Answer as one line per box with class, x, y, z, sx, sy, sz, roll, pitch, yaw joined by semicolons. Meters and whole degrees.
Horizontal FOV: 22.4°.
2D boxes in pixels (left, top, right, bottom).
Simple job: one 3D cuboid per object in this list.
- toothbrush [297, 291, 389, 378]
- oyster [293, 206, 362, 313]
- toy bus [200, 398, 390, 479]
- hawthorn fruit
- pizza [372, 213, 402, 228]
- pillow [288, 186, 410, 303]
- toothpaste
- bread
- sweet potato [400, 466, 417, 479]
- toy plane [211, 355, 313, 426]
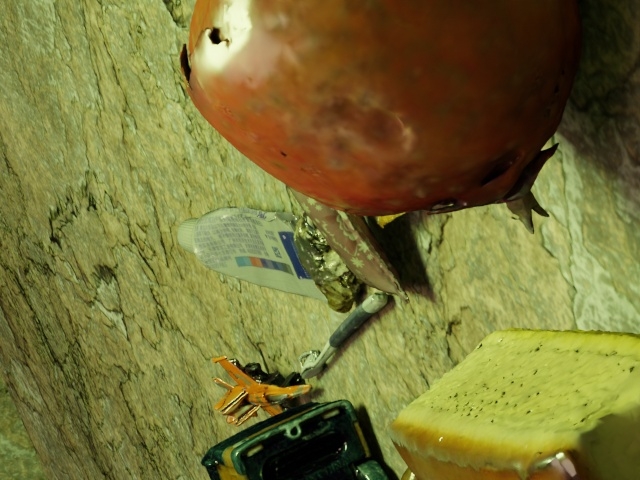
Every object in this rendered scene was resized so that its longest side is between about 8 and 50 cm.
toothbrush;0.022;0.099;1.706;0.288;0.024;0.026;129;131;-66
oyster;0.002;0.009;1.633;0.148;0.051;0.103;62;166;-12
toy bus;0.005;0.347;1.786;0.323;0.162;0.194;68;160;-2
hawthorn fruit;0.067;-0.127;1.126;0.307;0.276;0.276;46;161;-12
pizza;0.060;-0.067;1.453;0.099;0.036;0.160;66;158;7
pillow;0.017;-0.017;1.514;0.185;0.043;0.118;56;172;-16
toothpaste;-0.080;0.005;1.808;0.099;0.068;0.282;35;166;-31
bread;0.223;0.195;1.007;0.323;0.143;0.333;44;169;-7
sweet potato;0.067;0.327;1.644;0.067;0.067;0.273;32;105;56
toy plane;-0.056;0.175;1.906;0.135;0.062;0.188;45;140;-17
